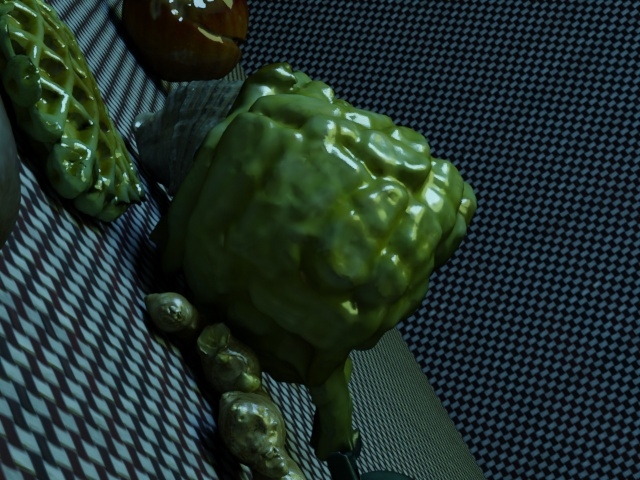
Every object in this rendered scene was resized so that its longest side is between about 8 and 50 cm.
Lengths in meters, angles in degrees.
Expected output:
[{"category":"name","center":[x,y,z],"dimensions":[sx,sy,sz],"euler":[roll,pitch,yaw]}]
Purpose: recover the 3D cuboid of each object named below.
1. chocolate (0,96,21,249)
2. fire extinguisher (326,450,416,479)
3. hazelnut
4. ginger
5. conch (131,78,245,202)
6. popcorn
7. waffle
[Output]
[{"category":"chocolate","center":[-0.218,-0.101,0.648],"dimensions":[0.261,0.083,0.161],"euler":[58,6,2]},{"category":"fire extinguisher","center":[0.066,0.244,1.178],"dimensions":[0.311,0.095,0.114],"euler":[44,29,-69]},{"category":"hazelnut","center":[-0.186,-0.293,1.855],"dimensions":[0.182,0.182,0.182],"euler":[57,5,-7]},{"category":"ginger","center":[-0.061,0.112,1.029],"dimensions":[0.193,0.052,0.176],"euler":[56,5,6]},{"category":"conch","center":[-0.078,-0.061,1.361],"dimensions":[0.245,0.178,0.163],"euler":[39,-6,9]},{"category":"popcorn","center":[-0.008,-0.005,1.170],"dimensions":[0.237,0.293,0.293],"euler":[27,0,10]},{"category":"waffle","center":[-0.197,-0.107,1.067],"dimensions":[0.208,0.054,0.214],"euler":[61,3,9]}]
